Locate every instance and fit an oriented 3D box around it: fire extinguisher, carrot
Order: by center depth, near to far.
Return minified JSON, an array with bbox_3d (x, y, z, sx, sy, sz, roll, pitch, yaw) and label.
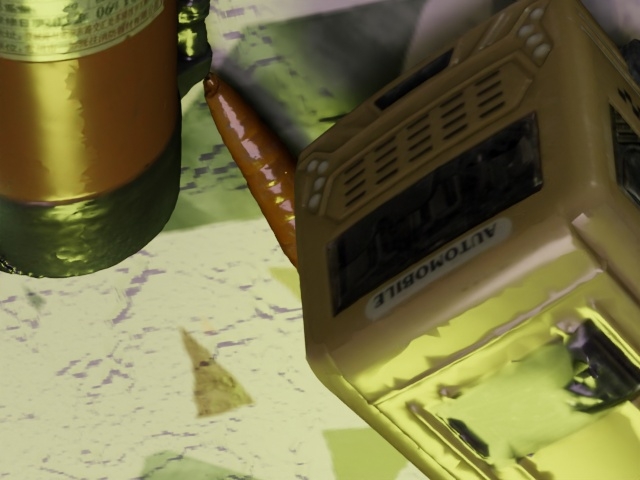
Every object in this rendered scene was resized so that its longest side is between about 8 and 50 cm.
[{"bbox_3d":[-0.093,-0.157,0.554,0.113,0.200,0.376,24,147,12],"label":"fire extinguisher"},{"bbox_3d":[0.000,0.000,0.747,0.048,0.048,0.216,-25,117,21],"label":"carrot"}]

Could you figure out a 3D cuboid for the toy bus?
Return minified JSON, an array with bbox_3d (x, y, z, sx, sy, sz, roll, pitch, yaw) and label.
[{"bbox_3d":[0.155,0.075,0.696,0.177,0.202,0.365,-34,120,25],"label":"toy bus"}]
